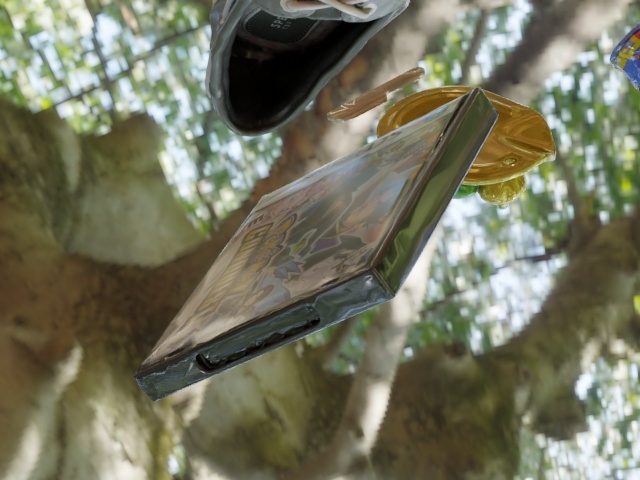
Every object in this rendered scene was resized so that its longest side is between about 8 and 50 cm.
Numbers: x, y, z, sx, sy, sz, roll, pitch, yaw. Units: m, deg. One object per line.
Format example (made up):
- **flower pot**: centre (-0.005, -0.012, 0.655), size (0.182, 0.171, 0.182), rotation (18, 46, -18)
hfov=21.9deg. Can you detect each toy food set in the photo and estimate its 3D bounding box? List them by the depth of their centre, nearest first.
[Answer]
- **toy food set**: centre (0.125, -0.084, 1.568), size (0.128, 0.071, 0.218), rotation (-35, -137, -27)

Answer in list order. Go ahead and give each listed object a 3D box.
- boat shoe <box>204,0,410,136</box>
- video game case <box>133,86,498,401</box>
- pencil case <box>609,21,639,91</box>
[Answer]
- **boat shoe**: centre (-0.003, -0.142, 1.001), size (0.112, 0.335, 0.095), rotation (7, -101, -13)
- **video game case**: centre (0.000, 0.000, 1.316), size (0.248, 0.035, 0.275), rotation (-25, -161, 35)
- **pencil case**: centre (0.416, -0.114, 1.578), size (0.119, 0.133, 0.306), rotation (-40, -108, -6)
